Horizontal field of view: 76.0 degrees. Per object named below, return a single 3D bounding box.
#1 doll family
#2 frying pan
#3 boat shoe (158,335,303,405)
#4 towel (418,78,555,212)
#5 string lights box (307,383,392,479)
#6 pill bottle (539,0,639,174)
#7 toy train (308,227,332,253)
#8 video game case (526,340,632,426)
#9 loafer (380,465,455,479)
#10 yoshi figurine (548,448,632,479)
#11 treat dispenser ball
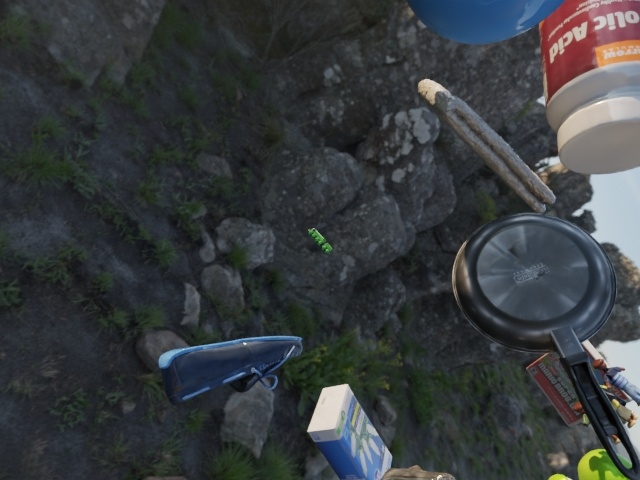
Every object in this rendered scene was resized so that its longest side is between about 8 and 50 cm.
[{"bbox_3d":[0.611,0.332,0.872,0.193,0.075,0.111,-16,46,-42],"label":"doll family"},{"bbox_3d":[0.270,0.107,0.521,0.053,0.198,0.325,46,47,-58],"label":"frying pan"},{"bbox_3d":[-0.141,0.212,0.686,0.259,0.109,0.088,1,74,-37],"label":"boat shoe"},{"bbox_3d":[0.295,-0.175,0.734,0.282,0.049,0.187,36,23,-20],"label":"towel"},{"bbox_3d":[0.077,0.494,0.990,0.259,0.077,0.133,60,28,-17],"label":"string lights box"},{"bbox_3d":[0.597,-0.355,0.866,0.224,0.224,0.391,34,57,-49],"label":"pill bottle"},{"bbox_3d":[0.000,0.000,1.100,0.083,0.024,0.017,49,-17,5],"label":"toy train"},{"bbox_3d":[0.756,0.420,1.220,0.285,0.025,0.204,99,-31,-52],"label":"video game case"},{"bbox_3d":[0.193,0.480,0.825,0.062,0.170,0.061,60,33,-13],"label":"loafer"},{"bbox_3d":[0.646,0.552,0.784,0.362,0.203,0.203,31,41,29],"label":"yoshi figurine"},{"bbox_3d":[0.256,-0.451,0.609,0.288,0.288,0.288,45,30,-36],"label":"treat dispenser ball"}]
